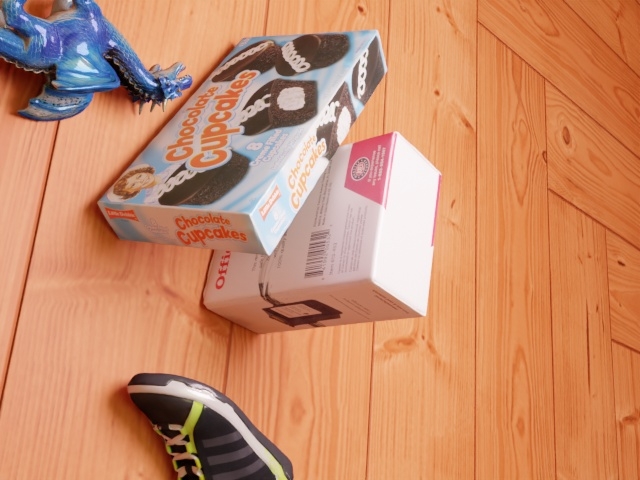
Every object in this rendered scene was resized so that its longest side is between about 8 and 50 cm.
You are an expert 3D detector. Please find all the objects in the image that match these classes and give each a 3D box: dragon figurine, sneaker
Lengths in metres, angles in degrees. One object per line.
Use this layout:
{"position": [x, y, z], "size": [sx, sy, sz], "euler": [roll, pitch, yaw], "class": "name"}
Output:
{"position": [-0.248, -0.167, 0.755], "size": [0.289, 0.085, 0.144], "euler": [-30, 101, -48], "class": "dragon figurine"}
{"position": [-0.110, 0.224, 0.796], "size": [0.234, 0.084, 0.097], "euler": [46, 51, -28], "class": "sneaker"}

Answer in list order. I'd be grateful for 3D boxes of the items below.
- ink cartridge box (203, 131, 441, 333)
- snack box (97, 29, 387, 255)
{"position": [0.000, 0.000, 0.863], "size": [0.100, 0.237, 0.172], "euler": [35, 56, -41], "class": "ink cartridge box"}
{"position": [-0.072, -0.119, 0.852], "size": [0.322, 0.187, 0.060], "euler": [-60, 143, -38], "class": "snack box"}
